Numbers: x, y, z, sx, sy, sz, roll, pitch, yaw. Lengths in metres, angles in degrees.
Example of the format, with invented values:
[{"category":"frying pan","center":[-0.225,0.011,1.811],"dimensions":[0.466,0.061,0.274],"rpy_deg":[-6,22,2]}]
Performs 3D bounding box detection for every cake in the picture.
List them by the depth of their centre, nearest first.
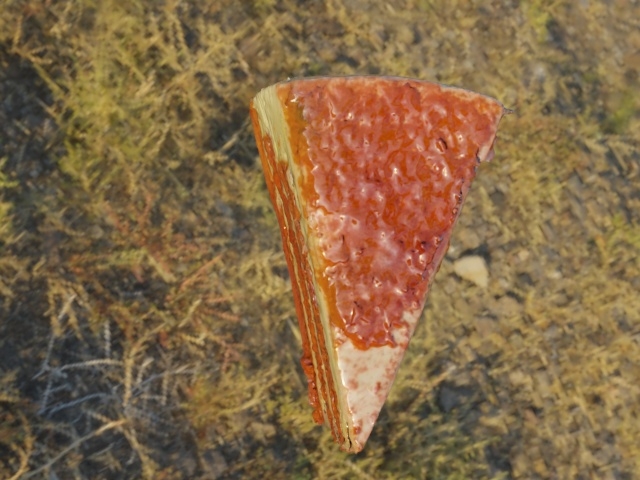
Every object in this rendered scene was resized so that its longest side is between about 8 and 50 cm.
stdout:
[{"category":"cake","center":[0.000,0.000,0.665],"dimensions":[0.160,0.158,0.262],"rpy_deg":[23,87,-10]}]
